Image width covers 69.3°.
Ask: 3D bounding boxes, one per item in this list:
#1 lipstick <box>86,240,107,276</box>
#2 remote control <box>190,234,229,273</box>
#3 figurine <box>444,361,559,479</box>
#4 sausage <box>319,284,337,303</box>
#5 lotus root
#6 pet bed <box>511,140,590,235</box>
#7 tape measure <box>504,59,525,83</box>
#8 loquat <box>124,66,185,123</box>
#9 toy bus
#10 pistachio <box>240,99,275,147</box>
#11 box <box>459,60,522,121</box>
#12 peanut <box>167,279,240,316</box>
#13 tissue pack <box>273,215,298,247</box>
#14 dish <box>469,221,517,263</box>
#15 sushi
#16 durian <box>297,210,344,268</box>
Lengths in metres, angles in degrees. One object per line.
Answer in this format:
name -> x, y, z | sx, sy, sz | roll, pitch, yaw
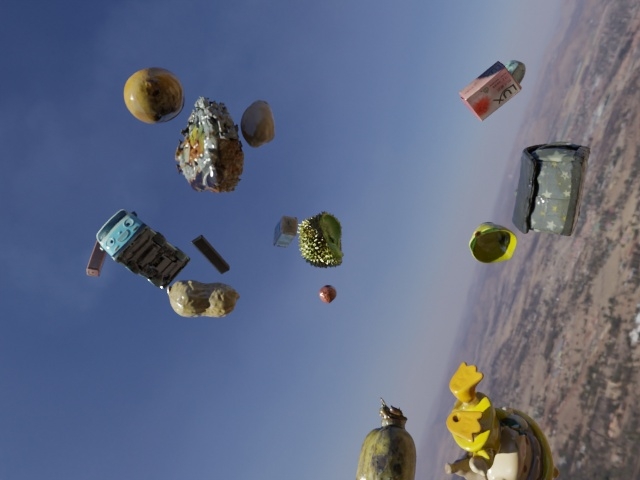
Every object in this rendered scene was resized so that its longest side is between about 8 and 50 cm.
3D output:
lipstick -> -0.814, 0.061, 1.698 | 0.045, 0.045, 0.145 | 113, 161, -45
remote control -> -0.486, 0.067, 2.063 | 0.063, 0.025, 0.245 | -32, -45, 1
figurine -> 0.356, 0.410, 0.950 | 0.343, 0.187, 0.215 | 54, -127, -29
sausage -> 0.025, 0.177, 1.549 | 0.059, 0.054, 0.094 | -43, -2, 4
lotus root -> 0.178, 0.553, 1.191 | 0.154, 0.154, 0.278 | 84, -164, -50
pet bed -> 0.560, -0.133, 1.149 | 0.183, 0.159, 0.210 | -33, -54, -48
tape measure -> 0.642, -0.601, 1.662 | 0.104, 0.180, 0.107 | 23, -74, -34
loquat -> -0.423, -0.371, 1.188 | 0.163, 0.137, 0.163 | -39, 13, 11
toy bus -> -0.513, 0.019, 1.329 | 0.133, 0.165, 0.271 | -50, -22, -11
pistachio -> -0.261, -0.491, 1.965 | 0.126, 0.152, 0.223 | -25, 49, 52
box -> 0.519, -0.456, 1.422 | 0.111, 0.156, 0.060 | 34, -152, -34
peanut -> -0.469, 0.236, 1.811 | 0.159, 0.291, 0.143 | -68, -21, -54
tissue pack -> -0.112, -0.028, 1.471 | 0.094, 0.059, 0.074 | 133, 144, -56
dish -> 0.567, -0.005, 1.557 | 0.149, 0.208, 0.080 | -41, 35, 25
sushi -> -0.474, -0.405, 1.991 | 0.176, 0.417, 0.417 | -4, -67, -40
durian -> 0.000, 0.004, 1.923 | 0.200, 0.177, 0.236 | -1, -101, -74
